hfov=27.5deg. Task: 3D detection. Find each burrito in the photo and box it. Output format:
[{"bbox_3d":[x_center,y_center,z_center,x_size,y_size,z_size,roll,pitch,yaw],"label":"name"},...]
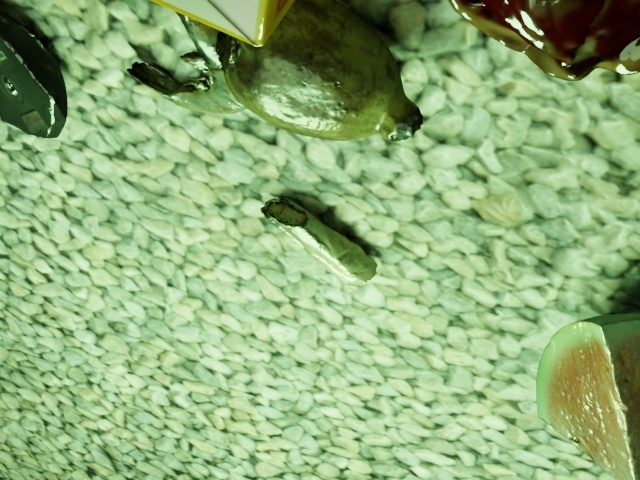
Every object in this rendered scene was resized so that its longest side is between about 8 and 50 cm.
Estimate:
[{"bbox_3d":[0.000,0.000,1.486,0.149,0.041,0.055,38,156,-13],"label":"burrito"}]

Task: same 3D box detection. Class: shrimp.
[{"bbox_3d":[-0.151,-0.202,1.352,0.147,0.035,0.195,1,137,35],"label":"shrimp"}]

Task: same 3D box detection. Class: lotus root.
[{"bbox_3d":[-0.001,-0.157,1.233,0.214,0.138,0.138,31,143,-4],"label":"lotus root"}]

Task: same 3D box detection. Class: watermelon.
[{"bbox_3d":[0.346,0.167,1.374,0.256,0.176,0.260,2,115,19],"label":"watermelon"}]

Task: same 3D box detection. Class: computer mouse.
[{"bbox_3d":[-0.336,-0.193,1.461,0.099,0.057,0.172,-12,116,43],"label":"computer mouse"}]

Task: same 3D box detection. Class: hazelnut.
[{"bbox_3d":[0.201,-0.219,1.002,0.201,0.160,0.170,15,141,26],"label":"hazelnut"}]

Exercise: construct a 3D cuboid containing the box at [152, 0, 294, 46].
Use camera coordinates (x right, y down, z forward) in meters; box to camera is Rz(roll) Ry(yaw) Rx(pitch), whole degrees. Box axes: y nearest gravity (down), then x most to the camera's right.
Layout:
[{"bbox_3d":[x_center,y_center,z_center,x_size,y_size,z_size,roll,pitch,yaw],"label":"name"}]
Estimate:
[{"bbox_3d":[-0.099,-0.352,0.988,0.259,0.214,0.284,25,142,8],"label":"box"}]
